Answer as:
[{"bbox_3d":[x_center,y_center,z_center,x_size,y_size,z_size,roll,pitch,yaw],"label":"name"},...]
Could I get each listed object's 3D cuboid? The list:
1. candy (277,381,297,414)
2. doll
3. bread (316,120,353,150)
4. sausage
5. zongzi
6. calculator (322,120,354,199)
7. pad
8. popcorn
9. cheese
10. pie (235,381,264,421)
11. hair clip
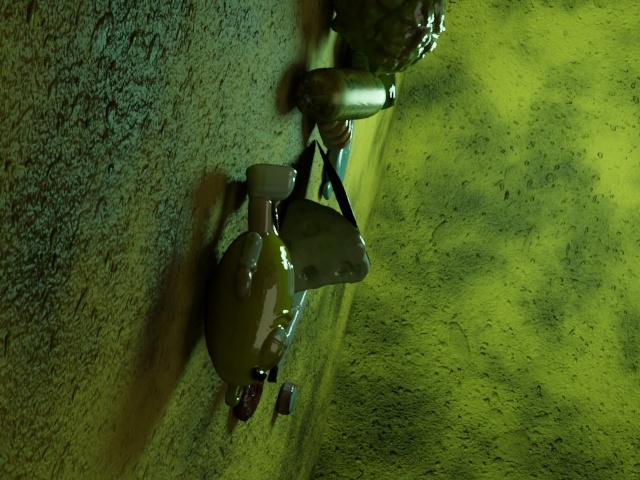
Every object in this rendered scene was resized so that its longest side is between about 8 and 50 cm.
[{"bbox_3d":[-0.102,0.487,2.518,0.103,0.043,0.103,13,90,-80],"label":"candy"},{"bbox_3d":[-0.119,0.056,1.542,0.348,0.161,0.423,-66,160,-69],"label":"doll"},{"bbox_3d":[0.033,-0.307,2.085,0.177,0.084,0.119,57,30,-66],"label":"bread"},{"bbox_3d":[0.052,-0.341,1.909,0.347,0.123,0.123,-19,123,-58],"label":"sausage"},{"bbox_3d":[0.136,-0.556,2.360,0.274,0.145,0.300,72,15,-62],"label":"zongzi"},{"bbox_3d":[0.058,-0.255,2.473,0.185,0.041,0.298,83,21,-64],"label":"calculator"},{"bbox_3d":[0.070,-0.141,2.061,0.375,0.063,0.315,-115,-177,-62],"label":"pad"},{"bbox_3d":[0.164,-0.564,1.972,0.335,0.274,0.279,86,-7,-51],"label":"popcorn"},{"bbox_3d":[-0.041,0.010,1.982,0.248,0.251,0.173,-122,-165,-49],"label":"cheese"},{"bbox_3d":[-0.172,0.371,1.988,0.154,0.036,0.154,13,90,-79],"label":"pie"},{"bbox_3d":[-0.110,0.209,1.971,0.331,0.101,0.085,-64,161,-61],"label":"hair clip"}]
